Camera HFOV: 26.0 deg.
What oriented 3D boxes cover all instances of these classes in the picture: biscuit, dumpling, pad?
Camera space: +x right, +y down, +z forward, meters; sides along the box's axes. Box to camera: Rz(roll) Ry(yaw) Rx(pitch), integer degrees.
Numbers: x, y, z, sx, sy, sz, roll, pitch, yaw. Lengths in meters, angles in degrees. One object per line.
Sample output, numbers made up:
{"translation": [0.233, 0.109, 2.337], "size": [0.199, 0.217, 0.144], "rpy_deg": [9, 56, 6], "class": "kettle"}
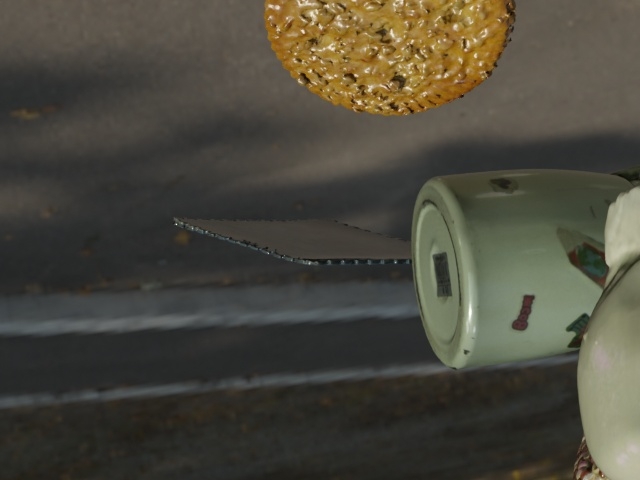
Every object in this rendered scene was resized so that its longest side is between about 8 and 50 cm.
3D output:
{"translation": [0.066, -0.218, 1.378], "size": [0.254, 0.035, 0.254], "rpy_deg": [4, 138, 4], "class": "biscuit"}
{"translation": [0.226, 0.080, 0.814], "size": [0.132, 0.252, 0.179], "rpy_deg": [-7, 165, -5], "class": "dumpling"}
{"translation": [0.000, 0.000, 1.654], "size": [0.269, 0.012, 0.270], "rpy_deg": [0, -169, -40], "class": "pad"}

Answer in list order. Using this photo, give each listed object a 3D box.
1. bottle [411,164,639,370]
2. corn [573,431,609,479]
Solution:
{"translation": [0.288, 0.017, 1.511], "size": [0.352, 0.229, 0.229], "rpy_deg": [-7, 164, -13], "class": "bottle"}
{"translation": [0.344, 0.236, 1.593], "size": [0.092, 0.092, 0.280], "rpy_deg": [-17, -165, 21], "class": "corn"}
